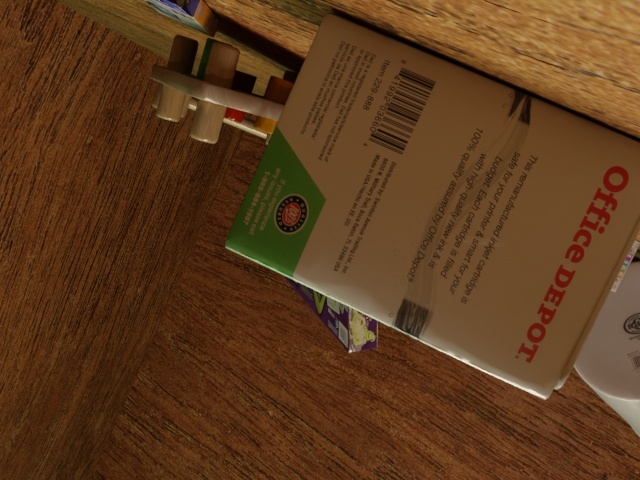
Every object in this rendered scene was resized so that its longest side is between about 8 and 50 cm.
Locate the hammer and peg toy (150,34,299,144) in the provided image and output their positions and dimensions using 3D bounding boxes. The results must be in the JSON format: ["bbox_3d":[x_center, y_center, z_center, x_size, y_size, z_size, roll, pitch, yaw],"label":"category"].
[{"bbox_3d":[-0.110,-0.212,1.075,0.266,0.127,0.361,11,-168,-28],"label":"hammer and peg toy"}]

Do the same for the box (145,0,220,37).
[{"bbox_3d":[-0.175,-0.289,0.885,0.081,0.028,0.136,25,-176,0],"label":"box"}]

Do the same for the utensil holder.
[{"bbox_3d":[0.744,0.257,1.540,0.385,0.328,0.327,38,176,-38],"label":"utensil holder"}]

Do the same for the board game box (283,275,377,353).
[{"bbox_3d":[0.000,0.000,1.060,0.056,0.208,0.347,-11,-161,-16],"label":"board game box"}]

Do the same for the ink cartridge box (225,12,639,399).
[{"bbox_3d":[0.099,-0.029,0.614,0.289,0.211,0.121,26,-175,9],"label":"ink cartridge box"}]

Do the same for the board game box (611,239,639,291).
[{"bbox_3d":[0.530,0.025,1.397,0.026,0.103,0.154,22,-173,-27],"label":"board game box"}]

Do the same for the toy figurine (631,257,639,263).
[{"bbox_3d":[0.798,0.159,1.810,0.209,0.213,0.148,26,-159,-23],"label":"toy figurine"}]
